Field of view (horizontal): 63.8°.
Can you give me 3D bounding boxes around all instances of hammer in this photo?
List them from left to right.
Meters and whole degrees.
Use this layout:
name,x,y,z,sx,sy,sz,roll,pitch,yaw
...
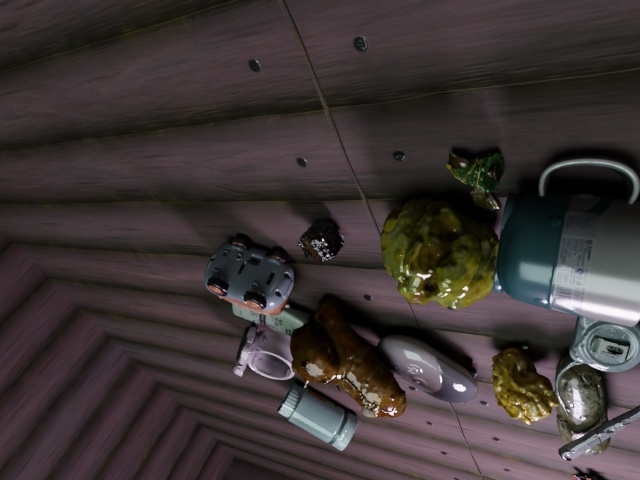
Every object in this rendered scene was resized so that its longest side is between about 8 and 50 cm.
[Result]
name,x,y,z,sx,sy,sz,roll,pitch,yaw
hammer,0.739,0.414,1.233,0.152,0.044,0.427,36,121,-11

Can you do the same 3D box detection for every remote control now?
name,x,y,z,sx,sy,sz,roll,pitch,yaw
remote control,0.323,0.393,1.571,0.332,0.103,0.221,31,151,-3

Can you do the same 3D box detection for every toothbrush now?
name,x,y,z,sx,sy,sz,roll,pitch,yaw
toothbrush,0.470,0.469,1.634,0.019,0.016,0.219,18,143,19

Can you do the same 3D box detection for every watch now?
name,x,y,z,sx,sy,sz,roll,pitch,yaw
watch,-0.196,0.430,1.921,0.232,0.196,0.244,21,141,1

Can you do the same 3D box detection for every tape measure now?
name,x,y,z,sx,sy,sz,roll,pitch,yaw
tape measure,0.624,0.292,1.156,0.164,0.084,0.330,9,112,26

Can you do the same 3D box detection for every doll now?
name,x,y,z,sx,sy,sz,roll,pitch,yaw
doll,0.287,-0.126,0.989,0.113,0.076,0.078,0,144,36

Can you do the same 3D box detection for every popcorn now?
name,x,y,z,sx,sy,sz,roll,pitch,yaw
popcorn,0.239,0.029,1.090,0.250,0.234,0.242,18,163,37
popcorn,0.526,0.385,1.363,0.194,0.140,0.163,60,170,27

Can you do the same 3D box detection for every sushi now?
name,x,y,z,sx,sy,sz,roll,pitch,yaw
sushi,0.001,0.000,1.332,0.098,0.094,0.084,11,139,50

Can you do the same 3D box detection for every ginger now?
name,x,y,z,sx,sy,sz,roll,pitch,yaw
ginger,0.071,0.394,1.561,0.418,0.254,0.176,48,172,5

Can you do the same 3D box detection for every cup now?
name,x,y,z,sx,sy,sz,roll,pitch,yaw
cup,0.463,-0.006,0.920,0.258,0.219,0.289,10,110,26

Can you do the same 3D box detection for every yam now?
name,x,y,z,sx,sy,sz,roll,pitch,yaw
yam,0.673,0.419,1.335,0.133,0.133,0.330,1,132,34

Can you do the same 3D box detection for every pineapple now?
name,x,y,z,sx,sy,sz,roll,pitch,yaw
pineapple,0.331,-0.090,1.051,0.045,0.019,0.083,-14,129,41

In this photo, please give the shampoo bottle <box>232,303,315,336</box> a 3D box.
name,x,y,z,sx,sy,sz,roll,pitch,yaw
shampoo bottle,-0.129,0.264,1.755,0.360,0.078,0.134,18,142,17

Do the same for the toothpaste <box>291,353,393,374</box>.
name,x,y,z,sx,sy,sz,roll,pitch,yaw
toothpaste,0.074,0.411,1.710,0.328,0.077,0.110,12,144,-8

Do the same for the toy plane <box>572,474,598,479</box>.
name,x,y,z,sx,sy,sz,roll,pitch,yaw
toy plane,0.937,0.826,1.705,0.189,0.061,0.130,4,137,25

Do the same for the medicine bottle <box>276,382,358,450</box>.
name,x,y,z,sx,sy,sz,roll,pitch,yaw
medicine bottle,-0.014,0.744,2.190,0.318,0.158,0.158,30,145,0

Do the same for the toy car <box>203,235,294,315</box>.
name,x,y,z,sx,sy,sz,roll,pitch,yaw
toy car,-0.209,0.129,1.576,0.271,0.180,0.212,18,153,15
